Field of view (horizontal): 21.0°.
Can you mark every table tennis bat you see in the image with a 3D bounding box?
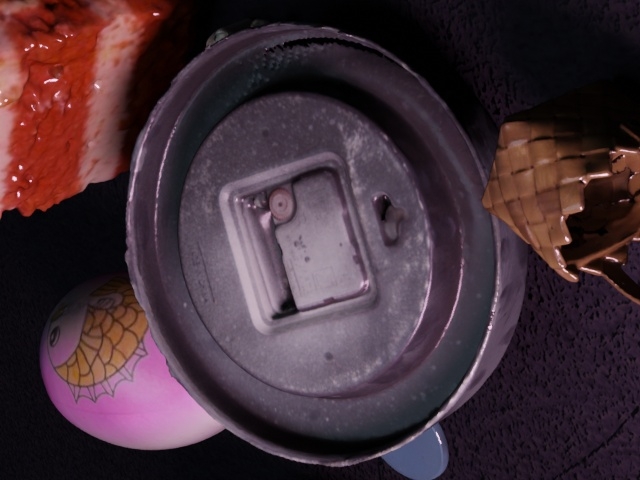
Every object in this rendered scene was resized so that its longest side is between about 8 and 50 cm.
[{"bbox_3d":[0.068,0.184,1.707,0.155,0.019,0.100,18,127,44],"label":"table tennis bat"}]

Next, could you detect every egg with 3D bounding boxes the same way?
[{"bbox_3d":[-0.178,0.126,1.841,0.271,0.196,0.196,-2,113,33],"label":"egg"}]

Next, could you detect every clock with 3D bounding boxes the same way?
[{"bbox_3d":[0.000,0.000,1.493,0.386,0.076,0.386,7,102,32],"label":"clock"}]

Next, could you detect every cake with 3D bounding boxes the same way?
[{"bbox_3d":[-0.316,-0.195,1.670,0.269,0.319,0.270,48,144,22],"label":"cake"}]

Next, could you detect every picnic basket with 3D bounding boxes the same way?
[{"bbox_3d":[0.221,-0.027,1.246,0.178,0.137,0.128,40,140,38],"label":"picnic basket"}]

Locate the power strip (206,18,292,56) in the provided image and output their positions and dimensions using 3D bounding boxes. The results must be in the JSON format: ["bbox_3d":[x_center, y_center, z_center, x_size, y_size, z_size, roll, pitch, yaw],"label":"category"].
[{"bbox_3d":[-0.070,-0.079,1.665,0.098,0.058,0.338,40,141,30],"label":"power strip"}]

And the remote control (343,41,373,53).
[{"bbox_3d":[0.015,-0.120,1.552,0.043,0.027,0.152,41,143,17],"label":"remote control"}]
